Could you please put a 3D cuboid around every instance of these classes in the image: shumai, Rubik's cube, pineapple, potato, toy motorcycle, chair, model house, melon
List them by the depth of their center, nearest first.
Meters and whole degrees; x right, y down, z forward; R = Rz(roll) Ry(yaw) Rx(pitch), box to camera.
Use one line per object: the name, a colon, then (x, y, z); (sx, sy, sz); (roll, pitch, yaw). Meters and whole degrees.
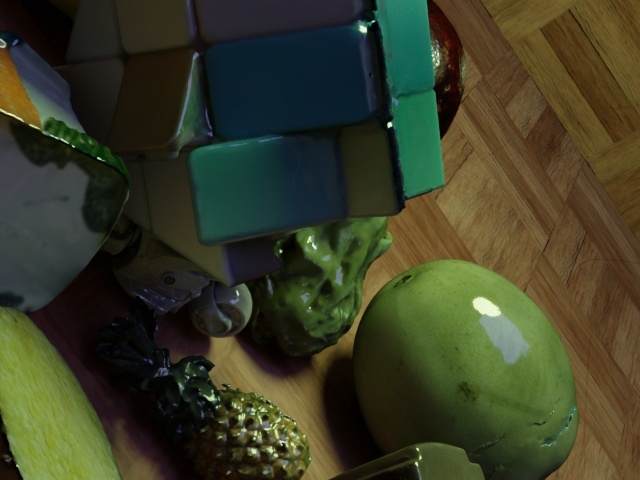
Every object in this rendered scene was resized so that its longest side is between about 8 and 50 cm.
potato: (-0.242, 0.196, 1.035); (0.239, 0.116, 0.299); (54, 7, -38)
model house: (-0.343, -0.109, 1.161); (0.271, 0.190, 0.301); (24, 25, -36)
Rubik's cube: (-0.067, -0.166, 1.277); (0.358, 0.368, 0.387); (-17, 102, -54)
pineapple: (-0.125, 0.165, 1.285); (0.251, 0.125, 0.125); (46, 28, -11)
toy motorcycle: (-0.163, 0.017, 1.371); (0.254, 0.112, 0.112); (39, 32, -31)
chair: (0.167, 0.300, 1.397); (0.176, 0.326, 0.183); (17, 48, -55)
shumai: (-0.002, 0.001, 1.560); (0.189, 0.218, 0.256); (17, 44, -46)
melon: (0.182, 0.187, 1.611); (0.330, 0.268, 0.268); (58, 25, -14)

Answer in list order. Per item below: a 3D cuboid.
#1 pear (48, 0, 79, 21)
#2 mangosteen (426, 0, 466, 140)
pear: (-0.167, -0.382, 1.522); (0.418, 0.362, 0.362); (-3, 62, -32)
mangosteen: (0.064, -0.219, 1.829); (0.297, 0.297, 0.293); (-88, 169, -48)
